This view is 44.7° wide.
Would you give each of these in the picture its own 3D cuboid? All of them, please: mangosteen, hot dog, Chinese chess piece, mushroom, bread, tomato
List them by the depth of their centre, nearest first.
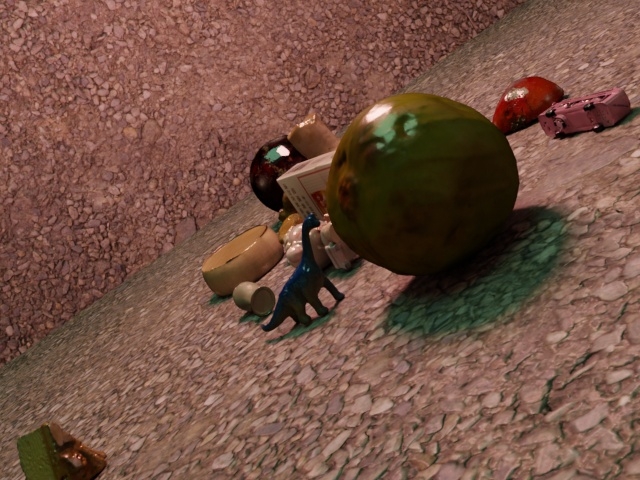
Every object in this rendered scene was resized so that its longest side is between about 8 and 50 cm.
[{"bbox_3d":[-0.518,0.424,1.541,0.147,0.152,0.127,-23,6,37],"label":"bread"},{"bbox_3d":[0.508,-0.355,1.966,0.189,0.099,0.173,-23,19,45],"label":"tomato"},{"bbox_3d":[-0.075,-0.010,2.169,0.073,0.084,0.242,-31,14,8],"label":"hot dog"},{"bbox_3d":[0.050,-0.240,2.232,0.292,0.290,0.292,-32,11,7],"label":"mushroom"},{"bbox_3d":[-0.226,0.056,2.256,0.250,0.103,0.250,-31,14,9],"label":"Chinese chess piece"},{"bbox_3d":[-0.094,-0.206,2.570,0.288,0.288,0.288,-32,13,8],"label":"mangosteen"}]

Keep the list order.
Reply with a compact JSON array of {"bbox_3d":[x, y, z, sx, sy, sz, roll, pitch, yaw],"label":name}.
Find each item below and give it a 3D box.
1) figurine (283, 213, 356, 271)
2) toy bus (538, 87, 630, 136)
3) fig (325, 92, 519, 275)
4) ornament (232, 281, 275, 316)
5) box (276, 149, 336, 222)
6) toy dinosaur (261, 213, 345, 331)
[{"bbox_3d":[0.009,0.004,1.837,0.257,0.144,0.182,-9,48,57],"label":"figurine"},{"bbox_3d":[0.550,-0.265,1.626,0.090,0.063,0.203,-36,15,-21],"label":"toy bus"},{"bbox_3d":[0.190,-0.104,1.388,0.343,0.343,0.343,-32,13,8],"label":"fig"},{"bbox_3d":[-0.159,0.139,1.868,0.081,0.074,0.156,9,-3,-22],"label":"ornament"},{"bbox_3d":[0.040,-0.115,1.983,0.095,0.210,0.330,-40,14,-25],"label":"box"},{"bbox_3d":[-0.063,0.080,1.588,0.248,0.188,0.075,-30,6,24],"label":"toy dinosaur"}]
